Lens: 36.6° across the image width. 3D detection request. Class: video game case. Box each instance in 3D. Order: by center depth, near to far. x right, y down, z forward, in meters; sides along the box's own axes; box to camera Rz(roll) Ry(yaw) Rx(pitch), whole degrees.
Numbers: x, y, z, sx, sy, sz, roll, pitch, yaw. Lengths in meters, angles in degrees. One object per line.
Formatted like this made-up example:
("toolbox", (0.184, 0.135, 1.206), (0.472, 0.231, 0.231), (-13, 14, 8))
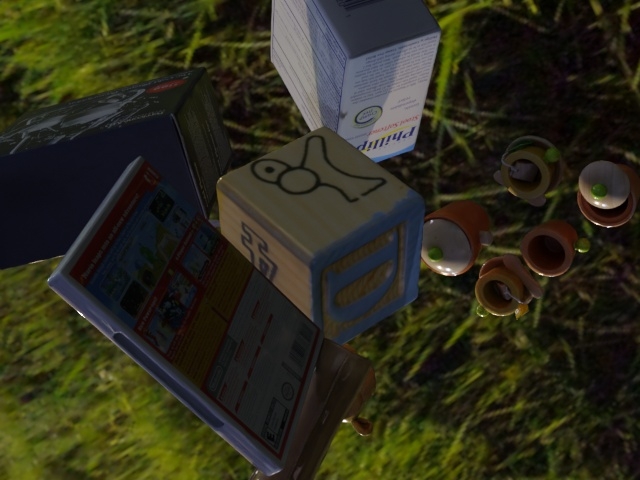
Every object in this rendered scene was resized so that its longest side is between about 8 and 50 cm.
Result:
("video game case", (-0.116, 0.070, 0.958), (0.025, 0.204, 0.285), (-32, 112, 31))

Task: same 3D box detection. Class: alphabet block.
("alphabet block", (0.000, 0.000, 1.266), (0.197, 0.192, 0.193), (41, 146, 35))

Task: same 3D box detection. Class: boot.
("boot", (-0.032, 0.246, 1.136), (0.089, 0.269, 0.236), (25, 174, -11))

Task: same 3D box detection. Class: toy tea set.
("toy tea set", (0.267, -0.016, 1.308), (0.200, 0.124, 0.336), (47, 132, 5))

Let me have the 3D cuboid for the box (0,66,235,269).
("box", (-0.340, -0.126, 1.558), (0.312, 0.343, 0.179), (-86, -18, -67))

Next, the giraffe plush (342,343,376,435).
("giraffe plush", (0.016, 0.231, 1.491), (0.210, 0.170, 0.181), (-24, 60, 37))

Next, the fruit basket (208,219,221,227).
("fruit basket", (-0.139, 0.105, 1.653), (0.327, 0.165, 0.353), (3, 121, 15))

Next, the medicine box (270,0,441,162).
("medicine box", (0.041, -0.296, 1.482), (0.289, 0.149, 0.263), (96, 151, -59))
